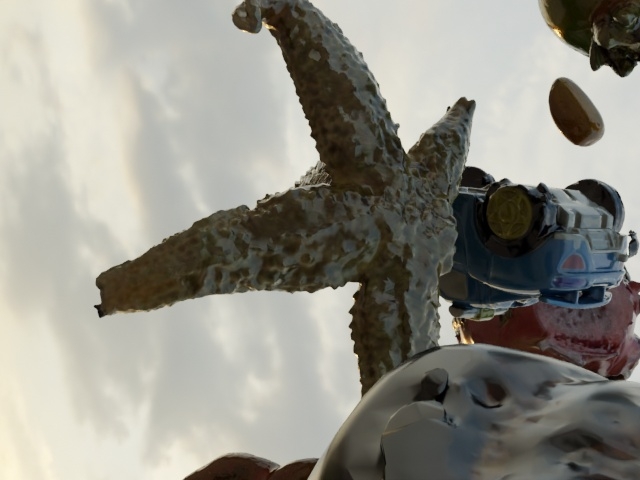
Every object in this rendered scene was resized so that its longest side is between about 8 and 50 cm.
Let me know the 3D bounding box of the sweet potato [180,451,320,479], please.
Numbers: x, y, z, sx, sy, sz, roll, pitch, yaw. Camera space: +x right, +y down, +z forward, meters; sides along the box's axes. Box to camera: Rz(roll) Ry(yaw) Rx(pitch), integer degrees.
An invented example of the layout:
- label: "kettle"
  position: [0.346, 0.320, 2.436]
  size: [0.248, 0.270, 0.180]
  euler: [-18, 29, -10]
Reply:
- label: "sweet potato"
  position: [-0.079, 0.235, 0.992]
  size: [0.202, 0.055, 0.058]
  euler: [-16, -77, 31]

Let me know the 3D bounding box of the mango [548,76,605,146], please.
- label: "mango"
  position: [0.385, -0.195, 1.552]
  size: [0.060, 0.080, 0.114]
  euler: [-36, -85, 33]

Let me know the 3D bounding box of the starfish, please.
- label: "starfish"
  position: [0.000, 0.000, 0.866]
  size: [0.082, 0.323, 0.432]
  euler: [-26, -136, 64]

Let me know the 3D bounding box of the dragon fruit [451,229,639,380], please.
- label: "dragon fruit"
  position: [0.310, 0.119, 1.470]
  size: [0.291, 0.250, 0.269]
  euler: [121, -25, -69]

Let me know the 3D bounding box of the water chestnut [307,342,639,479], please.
- label: "water chestnut"
  position: [0.097, 0.183, 0.421]
  size: [0.289, 0.289, 0.244]
  euler: [23, -55, 57]

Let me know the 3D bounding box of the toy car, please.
- label: "toy car"
  position: [0.172, 0.002, 1.115]
  size: [0.314, 0.198, 0.166]
  euler: [11, -83, 39]

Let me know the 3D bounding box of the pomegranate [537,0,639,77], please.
- label: "pomegranate"
  position: [0.255, -0.214, 0.862]
  size: [0.159, 0.159, 0.205]
  euler: [116, -7, -46]

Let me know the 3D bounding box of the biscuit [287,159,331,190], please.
- label: "biscuit"
  position: [-0.030, -0.055, 1.626]
  size: [0.040, 0.318, 0.318]
  euler: [43, -30, -10]
